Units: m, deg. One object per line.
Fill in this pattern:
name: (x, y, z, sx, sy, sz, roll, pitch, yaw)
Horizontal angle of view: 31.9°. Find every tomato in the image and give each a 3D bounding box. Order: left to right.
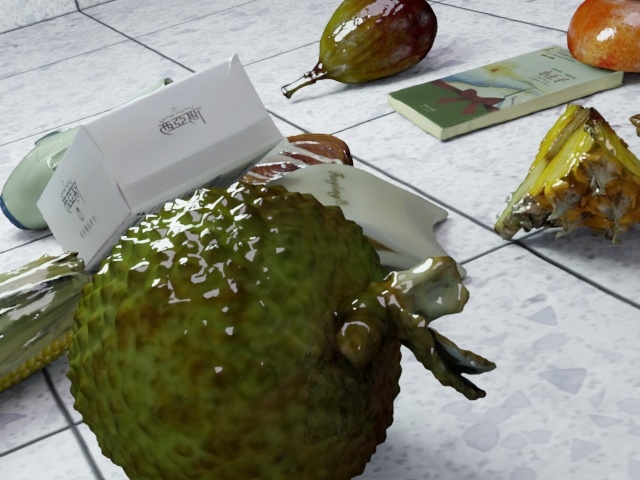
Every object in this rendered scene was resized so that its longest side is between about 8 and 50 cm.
tomato: (0.470, -0.312, 1.606, 0.237, 0.095, 0.236, 0, 24, 0)

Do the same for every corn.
corn: (-0.365, 0.108, 1.103, 0.305, 0.122, 0.123, -30, -15, -32)

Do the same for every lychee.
lychee: (-0.053, 0.082, 0.861, 0.270, 0.270, 0.320, -32, -3, -36)

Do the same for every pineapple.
pineapple: (0.276, -0.037, 1.162, 0.164, 0.140, 0.250, -53, 5, 9)

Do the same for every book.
book: (0.262, -0.219, 1.620, 0.290, 0.026, 0.201, -19, 25, -13)

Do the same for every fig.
fig: (0.053, -0.312, 1.817, 0.274, 0.145, 0.170, -32, 26, -10)

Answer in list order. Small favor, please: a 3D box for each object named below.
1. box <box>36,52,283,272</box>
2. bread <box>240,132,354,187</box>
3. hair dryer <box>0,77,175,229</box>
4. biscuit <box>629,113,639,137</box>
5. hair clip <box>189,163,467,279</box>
box: (-0.193, -0.079, 1.291, 0.203, 0.116, 0.274, -29, -3, -28)
bread: (-0.031, -0.073, 1.397, 0.161, 0.073, 0.160, -12, 27, 6)
hair dryer: (-0.267, -0.140, 1.534, 0.296, 0.119, 0.298, -29, 7, 40)
biscuit: (0.435, -0.135, 1.363, 0.119, 0.019, 0.130, -2, 26, 22)
hair clip: (0.003, -0.017, 1.210, 0.282, 0.113, 0.172, -10, 25, 5)
